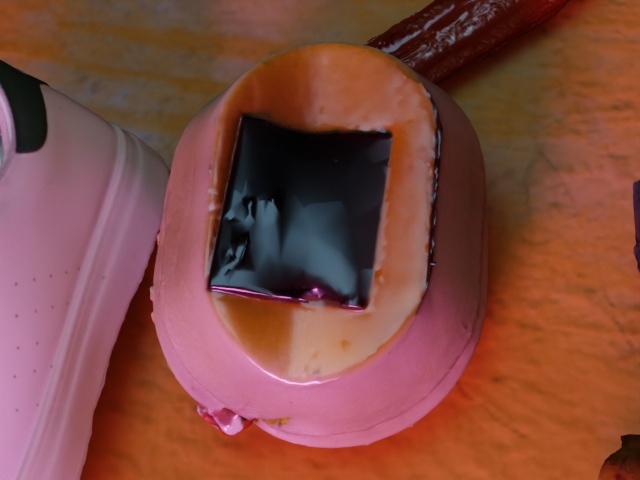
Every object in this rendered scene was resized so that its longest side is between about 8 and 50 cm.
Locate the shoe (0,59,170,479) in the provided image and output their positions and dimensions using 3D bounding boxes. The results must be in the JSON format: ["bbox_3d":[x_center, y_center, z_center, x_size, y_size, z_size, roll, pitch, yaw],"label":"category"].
[{"bbox_3d":[-0.206,0.061,0.919,0.132,0.160,0.363,-9,51,44],"label":"shoe"}]

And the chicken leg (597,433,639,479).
[{"bbox_3d":[0.225,0.184,0.725,0.295,0.182,0.409,-9,71,26],"label":"chicken leg"}]

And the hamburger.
[{"bbox_3d":[0.000,0.000,0.924,0.173,0.116,0.210,0,66,7],"label":"hamburger"}]

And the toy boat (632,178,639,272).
[{"bbox_3d":[0.195,0.020,0.877,0.066,0.059,0.140,-22,54,27],"label":"toy boat"}]

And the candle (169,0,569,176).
[{"bbox_3d":[0.057,-0.109,1.022,0.329,0.048,0.051,-31,13,-2],"label":"candle"}]
